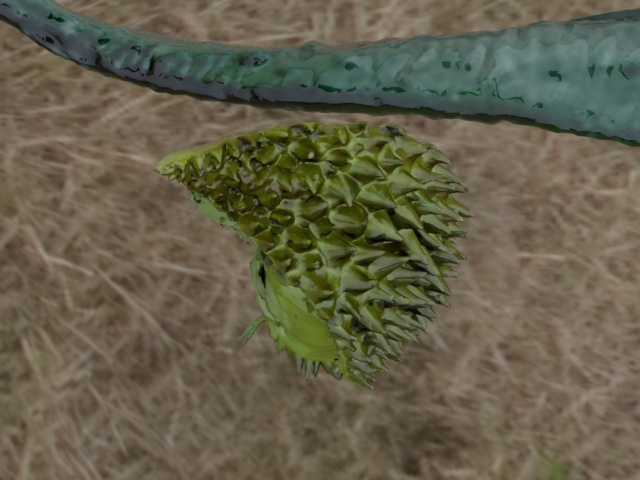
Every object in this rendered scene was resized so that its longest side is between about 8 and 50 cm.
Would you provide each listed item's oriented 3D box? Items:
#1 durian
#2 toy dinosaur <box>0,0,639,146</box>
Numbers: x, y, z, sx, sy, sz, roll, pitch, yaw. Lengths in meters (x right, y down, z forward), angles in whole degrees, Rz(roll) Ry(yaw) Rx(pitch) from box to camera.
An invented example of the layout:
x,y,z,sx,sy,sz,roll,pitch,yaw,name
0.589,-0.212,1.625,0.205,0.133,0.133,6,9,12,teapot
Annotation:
x,y,z,sx,sy,sz,roll,pitch,yaw,name
0.008,0.005,1.204,0.169,0.355,0.157,23,72,16,durian
0.078,-0.063,0.418,0.383,0.129,0.076,5,126,20,toy dinosaur
